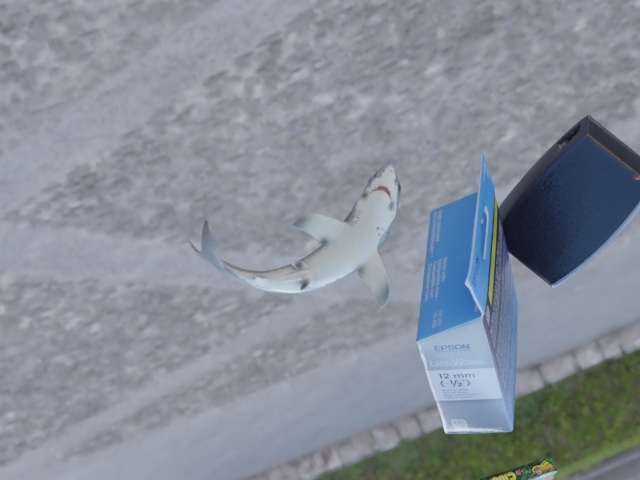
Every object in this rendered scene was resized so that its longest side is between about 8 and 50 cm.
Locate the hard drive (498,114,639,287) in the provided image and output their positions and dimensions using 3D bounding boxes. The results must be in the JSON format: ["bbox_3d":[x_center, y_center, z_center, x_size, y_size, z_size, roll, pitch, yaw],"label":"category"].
[{"bbox_3d":[0.386,-0.050,1.860,0.254,0.172,0.054,-51,180,32],"label":"hard drive"}]

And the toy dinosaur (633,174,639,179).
[{"bbox_3d":[0.347,-0.116,1.243,0.047,0.082,0.090,-13,-169,42],"label":"toy dinosaur"}]

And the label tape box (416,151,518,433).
[{"bbox_3d":[0.209,0.082,1.754,0.115,0.249,0.347,-5,137,18],"label":"label tape box"}]

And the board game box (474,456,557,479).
[{"bbox_3d":[0.219,0.398,1.802,0.260,0.030,0.136,-13,147,-17],"label":"board game box"}]

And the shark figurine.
[{"bbox_3d":[-0.017,0.023,1.516,0.278,0.166,0.116,-17,180,2],"label":"shark figurine"}]
